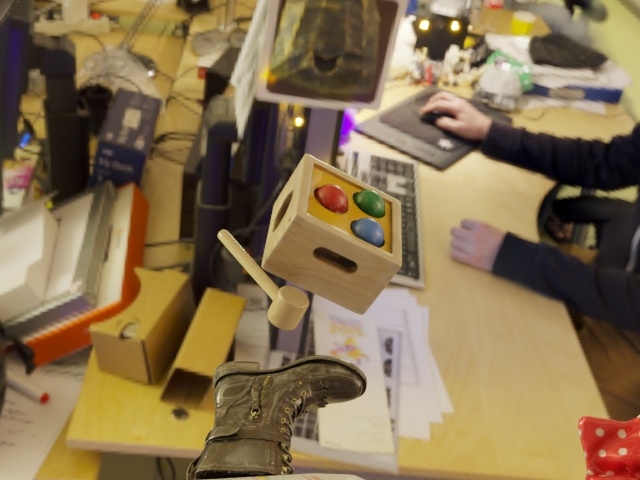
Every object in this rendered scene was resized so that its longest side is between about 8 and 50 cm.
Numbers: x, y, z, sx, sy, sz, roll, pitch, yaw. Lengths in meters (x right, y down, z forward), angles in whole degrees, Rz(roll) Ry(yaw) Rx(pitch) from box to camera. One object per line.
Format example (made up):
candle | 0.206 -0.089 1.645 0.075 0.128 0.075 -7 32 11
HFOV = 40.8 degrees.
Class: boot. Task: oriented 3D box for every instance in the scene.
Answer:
boot | -0.055 0.276 1.255 0.262 0.091 0.229 -2 32 -2

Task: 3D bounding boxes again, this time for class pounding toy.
pounding toy | -0.009 -0.001 0.909 0.181 0.094 0.206 26 33 -13

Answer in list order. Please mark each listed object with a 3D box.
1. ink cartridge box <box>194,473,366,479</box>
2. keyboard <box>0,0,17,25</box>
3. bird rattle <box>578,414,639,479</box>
ink cartridge box | -0.037 0.277 0.858 0.198 0.067 0.115 2 -4 -20
keyboard | -0.202 -0.165 0.370 0.201 0.317 0.033 32 -4 12
bird rattle | 0.312 0.251 0.716 0.206 0.143 0.253 1 20 26
